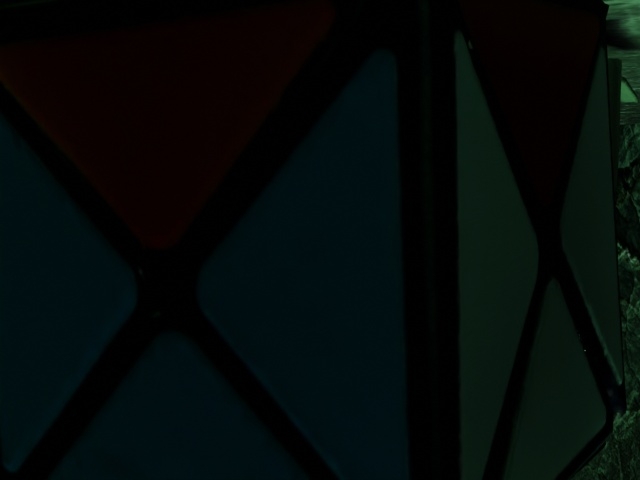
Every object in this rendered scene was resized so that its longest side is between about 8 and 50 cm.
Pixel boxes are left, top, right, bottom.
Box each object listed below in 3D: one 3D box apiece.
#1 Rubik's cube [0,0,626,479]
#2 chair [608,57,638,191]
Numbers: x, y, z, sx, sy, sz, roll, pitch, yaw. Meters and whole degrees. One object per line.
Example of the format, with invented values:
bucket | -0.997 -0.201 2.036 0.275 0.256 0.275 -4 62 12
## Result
Rubik's cube | 0.000 0.000 0.513 0.246 0.249 0.250 1 -174 31
chair | 0.125 -0.050 0.757 0.203 0.191 0.274 -1 174 23
